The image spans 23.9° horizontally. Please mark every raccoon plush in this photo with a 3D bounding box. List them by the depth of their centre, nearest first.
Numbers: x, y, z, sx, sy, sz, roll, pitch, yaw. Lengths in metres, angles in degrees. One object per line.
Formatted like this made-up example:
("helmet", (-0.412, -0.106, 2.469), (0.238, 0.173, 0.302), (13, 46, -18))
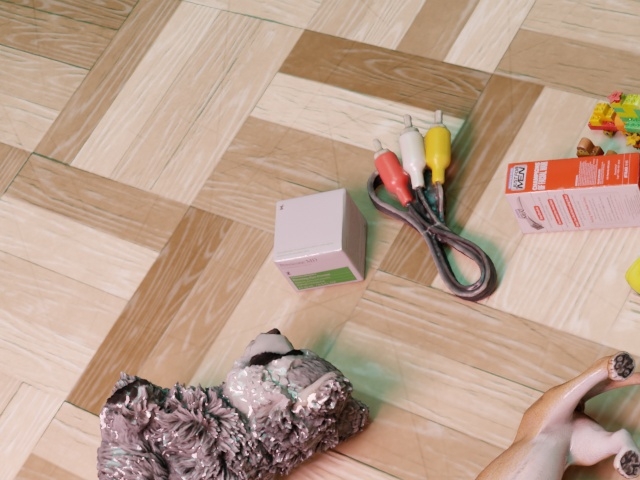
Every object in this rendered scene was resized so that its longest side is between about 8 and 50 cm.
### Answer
("raccoon plush", (-0.096, 0.329, 1.818), (0.299, 0.216, 0.447), (0, 87, 9))

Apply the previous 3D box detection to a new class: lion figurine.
("lion figurine", (0.221, 0.267, 1.687), (0.392, 0.240, 0.142), (-35, 91, -20))

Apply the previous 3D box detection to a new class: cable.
("cable", (0.134, -0.037, 1.977), (0.139, 0.072, 0.287), (-25, 51, 15))

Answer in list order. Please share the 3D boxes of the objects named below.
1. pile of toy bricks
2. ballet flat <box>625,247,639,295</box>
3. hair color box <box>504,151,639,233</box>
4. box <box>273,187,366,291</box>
("pile of toy bricks", (0.397, -0.149, 1.879), (0.212, 0.105, 0.118), (7, 59, 48))
("ballet flat", (0.447, -0.024, 1.824), (0.231, 0.077, 0.077), (-51, 36, -11))
("hair color box", (0.323, -0.058, 1.888), (0.167, 0.093, 0.053), (-4, 56, 22))
("box", (0.000, 0.000, 2.004), (0.101, 0.087, 0.102), (-10, 54, 19))
